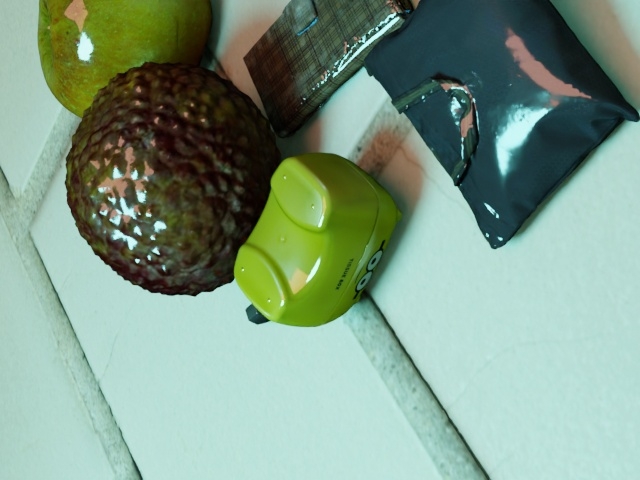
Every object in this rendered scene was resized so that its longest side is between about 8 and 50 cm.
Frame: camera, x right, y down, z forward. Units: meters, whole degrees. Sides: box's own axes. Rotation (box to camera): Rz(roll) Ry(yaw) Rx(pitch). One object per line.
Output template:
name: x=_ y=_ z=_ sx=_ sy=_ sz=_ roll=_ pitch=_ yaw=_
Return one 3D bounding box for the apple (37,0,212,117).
apple: x=-0.250 y=-0.267 z=1.467 sx=0.237 sy=0.208 sz=0.236 roll=177 pitch=90 yaw=-67

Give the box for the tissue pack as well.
tissue pack: x=0.000 y=0.000 z=1.212 sx=0.123 sy=0.127 sz=0.178 roll=45 pitch=120 yaw=36

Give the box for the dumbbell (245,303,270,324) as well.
dumbbell: x=-0.078 y=0.057 z=1.366 sx=0.040 sy=0.036 sz=0.083 roll=-40 pitch=61 yaw=42

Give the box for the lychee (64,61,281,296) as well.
lychee: x=-0.161 y=-0.069 z=1.295 sx=0.261 sy=0.261 sz=0.260 roll=-2 pitch=87 yaw=48

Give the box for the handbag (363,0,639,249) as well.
handbag: x=0.155 y=-0.145 z=1.074 sx=0.211 sy=0.089 sz=0.254 roll=-49 pitch=65 yaw=40

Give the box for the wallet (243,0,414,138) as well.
wallet: x=0.004 y=-0.226 z=1.280 sx=0.230 sy=0.042 sz=0.124 roll=-41 pitch=63 yaw=40
